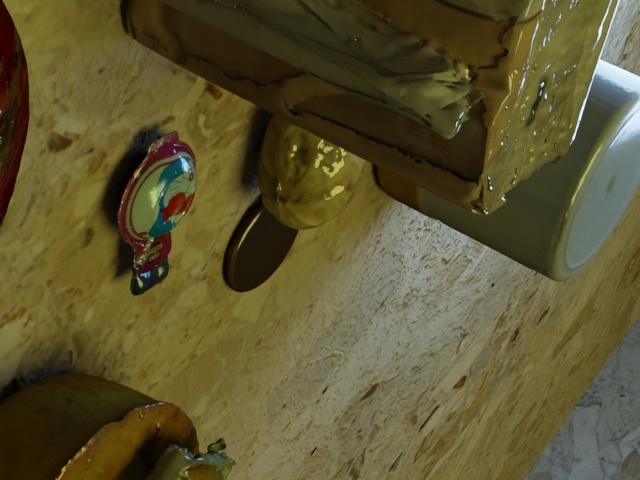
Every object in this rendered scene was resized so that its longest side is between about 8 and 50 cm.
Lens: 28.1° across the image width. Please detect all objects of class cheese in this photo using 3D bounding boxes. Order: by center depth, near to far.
[{"bbox_3d":[-0.133,-0.021,1.028,0.095,0.038,0.145,-33,144,-46],"label":"cheese"}]

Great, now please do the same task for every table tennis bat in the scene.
[{"bbox_3d":[0.000,0.000,1.220,0.170,0.119,0.107,-59,157,0],"label":"table tennis bat"}]

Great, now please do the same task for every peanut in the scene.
[{"bbox_3d":[0.013,-0.118,1.145,0.103,0.098,0.229,-96,-149,-85],"label":"peanut"}]

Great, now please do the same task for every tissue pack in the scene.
[{"bbox_3d":[0.014,-0.169,0.823,0.238,0.305,0.239,-46,153,-32],"label":"tissue pack"}]

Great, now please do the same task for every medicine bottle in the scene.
[{"bbox_3d":[0.217,-0.106,1.394,0.238,0.232,0.238,-45,153,-31],"label":"medicine bottle"}]

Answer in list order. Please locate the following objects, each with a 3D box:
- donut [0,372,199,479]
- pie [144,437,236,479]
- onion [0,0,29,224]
[{"bbox_3d":[-0.219,0.226,1.044,0.277,0.108,0.278,-45,153,-32],"label":"donut"},{"bbox_3d":[-0.152,0.284,1.028,0.282,0.068,0.128,-62,158,-6],"label":"pie"},{"bbox_3d":[-0.247,-0.051,0.642,0.248,0.161,0.248,-23,135,-24],"label":"onion"}]
